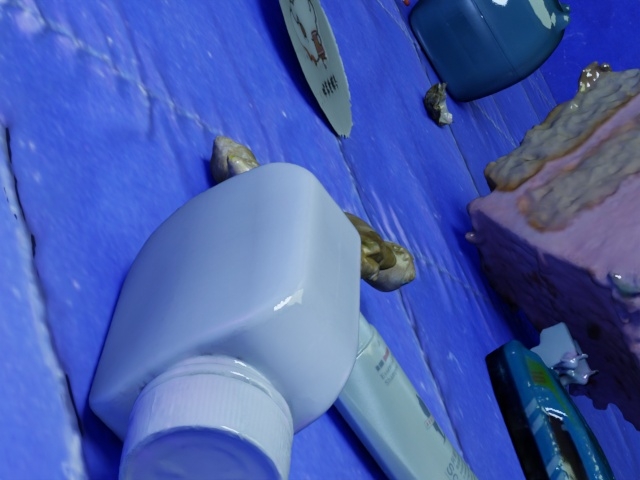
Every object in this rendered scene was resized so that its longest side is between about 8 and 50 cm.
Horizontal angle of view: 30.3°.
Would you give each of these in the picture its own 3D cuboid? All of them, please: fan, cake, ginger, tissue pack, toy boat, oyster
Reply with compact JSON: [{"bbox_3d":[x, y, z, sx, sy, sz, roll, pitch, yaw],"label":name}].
[{"bbox_3d":[-0.032,-0.250,1.098,0.191,0.009,0.329,-56,126,-71],"label":"fan"},{"bbox_3d":[0.358,0.022,1.287,0.307,0.293,0.314,34,-20,52],"label":"cake"},{"bbox_3d":[0.000,0.000,0.785,0.193,0.052,0.176,33,10,-20],"label":"ginger"},{"bbox_3d":[0.266,-0.338,1.805,0.198,0.206,0.287,58,17,-5],"label":"tissue pack"},{"bbox_3d":[0.257,0.225,1.122,0.134,0.092,0.299,40,26,-55],"label":"toy boat"},{"bbox_3d":[0.152,-0.178,1.534,0.093,0.034,0.051,45,37,-69],"label":"oyster"}]

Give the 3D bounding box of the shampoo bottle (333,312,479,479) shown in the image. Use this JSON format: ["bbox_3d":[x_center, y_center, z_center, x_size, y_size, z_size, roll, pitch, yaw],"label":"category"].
[{"bbox_3d":[0.054,0.126,0.776,0.212,0.049,0.072,54,24,-19],"label":"shampoo bottle"}]

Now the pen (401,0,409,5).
[{"bbox_3d":[0.069,-0.427,1.695,0.218,0.026,0.026,55,19,-21],"label":"pen"}]

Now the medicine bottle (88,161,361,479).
[{"bbox_3d":[-0.042,0.045,0.523,0.069,0.119,0.183,53,20,-24],"label":"medicine bottle"}]
